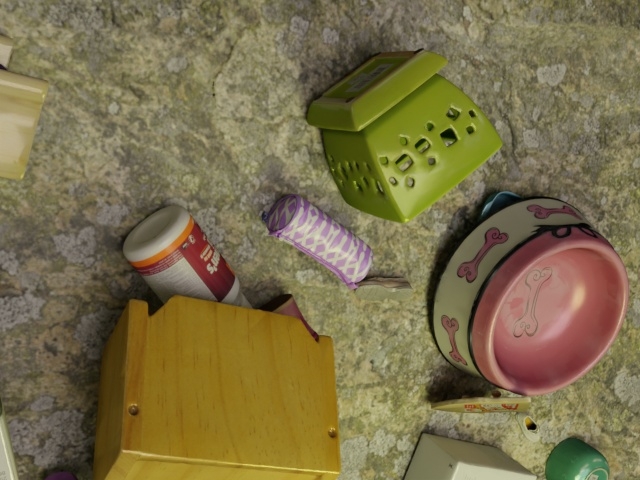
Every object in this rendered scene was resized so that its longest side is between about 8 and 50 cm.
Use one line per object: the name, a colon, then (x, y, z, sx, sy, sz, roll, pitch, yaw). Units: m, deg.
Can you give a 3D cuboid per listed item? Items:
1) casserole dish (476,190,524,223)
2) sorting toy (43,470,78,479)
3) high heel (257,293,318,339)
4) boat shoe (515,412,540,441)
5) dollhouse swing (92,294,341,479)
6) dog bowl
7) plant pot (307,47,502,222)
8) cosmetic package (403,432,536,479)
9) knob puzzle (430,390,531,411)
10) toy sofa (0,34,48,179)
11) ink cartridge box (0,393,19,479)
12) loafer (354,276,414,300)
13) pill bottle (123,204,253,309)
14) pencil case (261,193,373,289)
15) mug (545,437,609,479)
casserole dish: (0.383, -0.032, 1.700, 0.188, 0.037, 0.114, 20, 94, -32)
sorting toy: (-0.288, 0.407, 1.456, 0.366, 0.127, 0.126, -15, 141, -21)
high heel: (-0.148, 0.261, 1.446, 0.377, 0.127, 0.181, -33, 107, -20)
boat shoe: (0.466, 0.416, 1.876, 0.035, 0.035, 0.100, -39, 118, -13)
dollhouse swing: (-0.195, 0.301, 1.337, 0.347, 0.305, 0.315, 13, 59, -29)
dog bowl: (0.429, 0.127, 1.677, 0.408, 0.150, 0.407, -11, 117, -23)
plant pot: (0.124, -0.188, 1.415, 0.228, 0.227, 0.207, -38, 113, -13)
cosmetic package: (0.289, 0.543, 1.760, 0.225, 0.138, 0.224, 18, 96, -32)
knob puzzle: (0.320, 0.324, 1.708, 0.213, 0.213, 0.030, 10, 70, -30)
toy sofa: (-0.433, -0.214, 1.026, 0.150, 0.362, 0.177, 12, 104, -30)
ink cartridge box: (-0.527, 0.162, 1.129, 0.166, 0.285, 0.394, -14, 110, -23)
loafer: (0.116, 0.088, 1.599, 0.125, 0.039, 0.045, 5, 135, -26)
pill bottle: (-0.207, 0.061, 1.365, 0.121, 0.121, 0.221, -41, 119, -12)
pencil case: (0.000, 0.000, 1.476, 0.206, 0.086, 0.088, 32, 54, -30)
mug: (0.601, 0.545, 1.949, 0.129, 0.097, 0.157, -29, 116, -18)
